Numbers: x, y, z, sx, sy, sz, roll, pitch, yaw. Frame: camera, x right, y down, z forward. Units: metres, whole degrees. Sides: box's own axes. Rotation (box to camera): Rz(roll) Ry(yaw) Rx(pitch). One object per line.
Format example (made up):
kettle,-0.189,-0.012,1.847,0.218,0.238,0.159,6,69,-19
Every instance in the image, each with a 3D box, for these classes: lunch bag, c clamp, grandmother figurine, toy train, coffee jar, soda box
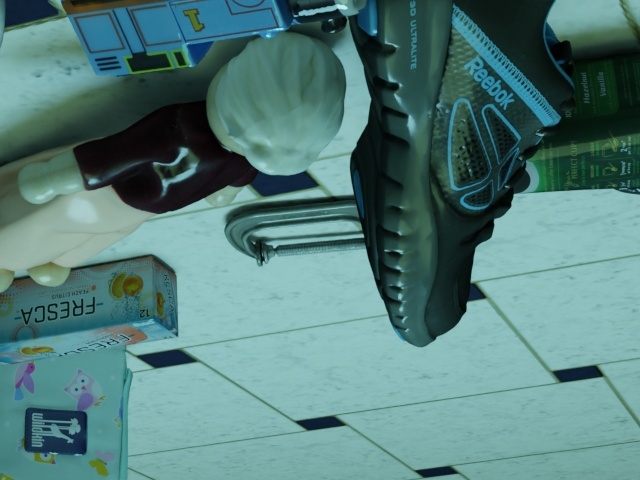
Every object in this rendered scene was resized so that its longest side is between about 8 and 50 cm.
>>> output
lunch bag,-0.311,0.210,1.578,0.262,0.223,0.160,-9,152,14
c clamp,0.000,0.000,1.362,0.161,0.022,0.137,-3,159,-1
grandmother figurine,-0.122,-0.052,1.125,0.342,0.104,0.208,-24,178,37
toy train,-0.057,-0.150,0.854,0.184,0.080,0.105,-5,130,22
coffee jar,0.143,-0.076,1.108,0.184,0.079,0.096,-5,151,6
soda box,-0.220,0.065,1.441,0.183,0.063,0.058,-10,158,17

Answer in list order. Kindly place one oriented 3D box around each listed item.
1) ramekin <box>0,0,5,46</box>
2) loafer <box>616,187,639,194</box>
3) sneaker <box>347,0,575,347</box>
ramekin,-0.286,-0.160,0.772,0.273,0.127,0.273,-2,158,-1
loafer,0.294,-0.060,1.201,0.170,0.062,0.061,-6,163,11
sneaker,0.092,-0.061,0.983,0.140,0.125,0.341,-10,139,-8
